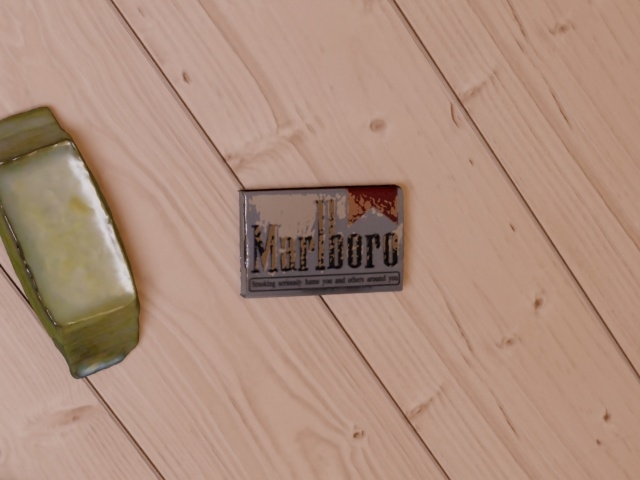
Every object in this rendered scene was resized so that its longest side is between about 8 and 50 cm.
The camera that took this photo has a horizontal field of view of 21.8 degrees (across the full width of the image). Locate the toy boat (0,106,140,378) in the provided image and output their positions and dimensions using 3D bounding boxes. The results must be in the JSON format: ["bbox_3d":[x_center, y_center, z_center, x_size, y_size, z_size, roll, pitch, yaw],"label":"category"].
[{"bbox_3d":[-0.255,0.005,1.659,0.111,0.084,0.276,-22,101,-16],"label":"toy boat"}]

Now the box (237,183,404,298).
[{"bbox_3d":[0.000,0.000,1.762,0.177,0.036,0.115,-2,97,-17],"label":"box"}]
